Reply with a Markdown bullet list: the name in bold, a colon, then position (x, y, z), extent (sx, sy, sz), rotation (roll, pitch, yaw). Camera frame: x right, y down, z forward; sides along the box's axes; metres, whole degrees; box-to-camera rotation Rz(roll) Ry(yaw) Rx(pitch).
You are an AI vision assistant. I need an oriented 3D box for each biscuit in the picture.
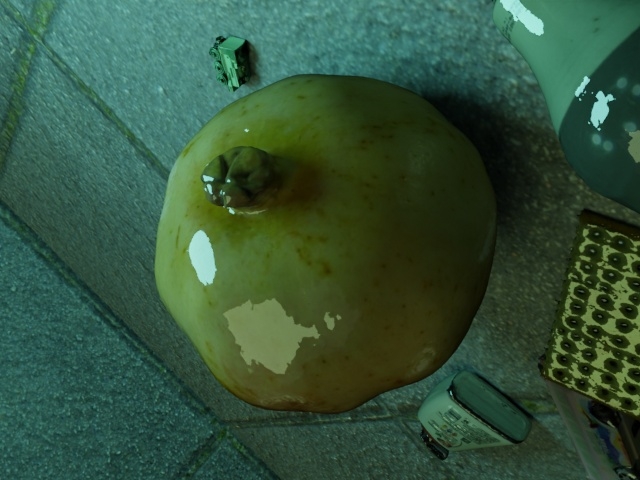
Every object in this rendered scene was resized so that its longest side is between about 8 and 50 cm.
- **biscuit**: position (0.336, 0.090, 0.895), extent (0.139, 0.016, 0.231), rotation (23, 122, 30)

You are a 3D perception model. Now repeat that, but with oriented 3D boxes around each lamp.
- **lamp**: position (0.233, -0.144, 0.628), extent (0.314, 0.182, 0.182), rotation (39, 151, 10)

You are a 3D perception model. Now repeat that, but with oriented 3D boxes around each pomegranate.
- **pomegranate**: position (0.000, 0.000, 0.887), extent (0.412, 0.411, 0.411), rotation (30, 149, 21)

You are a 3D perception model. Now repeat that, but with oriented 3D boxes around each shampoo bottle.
- **shampoo bottle**: position (0.240, 0.322, 1.364), extent (0.153, 0.071, 0.284), rotation (37, 153, 5)

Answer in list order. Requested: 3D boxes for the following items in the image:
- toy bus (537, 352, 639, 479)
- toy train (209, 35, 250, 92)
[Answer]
- **toy bus**: position (0.389, 0.242, 1.052), extent (0.112, 0.090, 0.274), rotation (10, 137, 50)
- **toy train**: position (-0.122, -0.245, 1.080), extent (0.053, 0.033, 0.083), rotation (21, 145, 28)
